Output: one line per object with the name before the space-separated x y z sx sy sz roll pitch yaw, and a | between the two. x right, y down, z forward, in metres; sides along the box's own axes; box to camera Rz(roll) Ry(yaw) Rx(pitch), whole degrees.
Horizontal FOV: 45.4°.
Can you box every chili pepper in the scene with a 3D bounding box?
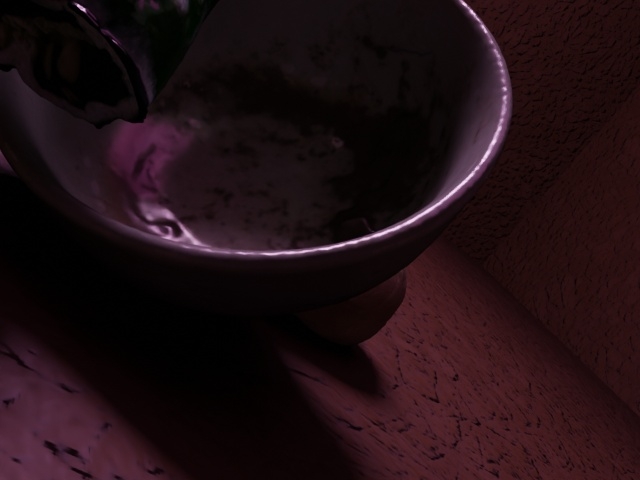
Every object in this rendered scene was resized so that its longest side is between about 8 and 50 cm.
chili pepper | -0.083 -0.185 0.413 0.136 0.271 0.099 20 -35 14

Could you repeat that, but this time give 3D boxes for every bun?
bun | 0.000 0.000 0.617 0.166 0.113 0.173 40 7 8

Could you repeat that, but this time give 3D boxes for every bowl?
bowl | -0.043 -0.059 0.471 0.289 0.289 0.146 43 -32 24
